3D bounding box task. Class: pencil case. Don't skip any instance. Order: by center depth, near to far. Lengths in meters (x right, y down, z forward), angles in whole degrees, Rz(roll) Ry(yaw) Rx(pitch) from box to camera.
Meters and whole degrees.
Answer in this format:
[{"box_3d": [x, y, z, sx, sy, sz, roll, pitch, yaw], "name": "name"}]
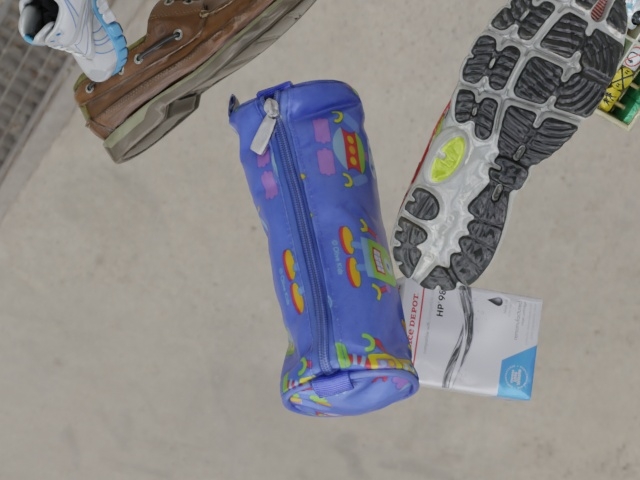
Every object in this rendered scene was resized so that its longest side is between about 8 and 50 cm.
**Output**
[{"box_3d": [0.000, 0.000, 0.966, 0.119, 0.306, 0.133, -19, 160, 20], "name": "pencil case"}]

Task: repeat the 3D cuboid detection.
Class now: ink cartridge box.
[{"box_3d": [0.121, 0.096, 1.097, 0.180, 0.104, 0.060, 10, 172, -8], "name": "ink cartridge box"}]

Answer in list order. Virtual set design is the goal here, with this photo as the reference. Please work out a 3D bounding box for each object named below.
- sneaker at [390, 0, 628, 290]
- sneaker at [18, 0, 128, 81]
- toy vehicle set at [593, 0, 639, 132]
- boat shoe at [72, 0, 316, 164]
[{"box_3d": [0.135, -0.095, 0.880, 0.107, 0.118, 0.279, 30, 107, -7], "name": "sneaker"}, {"box_3d": [-0.221, -0.189, 0.947, 0.071, 0.083, 0.191, 35, 159, 16], "name": "sneaker"}, {"box_3d": [0.345, -0.264, 1.192, 0.166, 0.035, 0.267, 20, 111, -28], "name": "toy vehicle set"}, {"box_3d": [-0.129, -0.204, 1.110, 0.307, 0.111, 0.104, -36, 90, 17], "name": "boat shoe"}]
